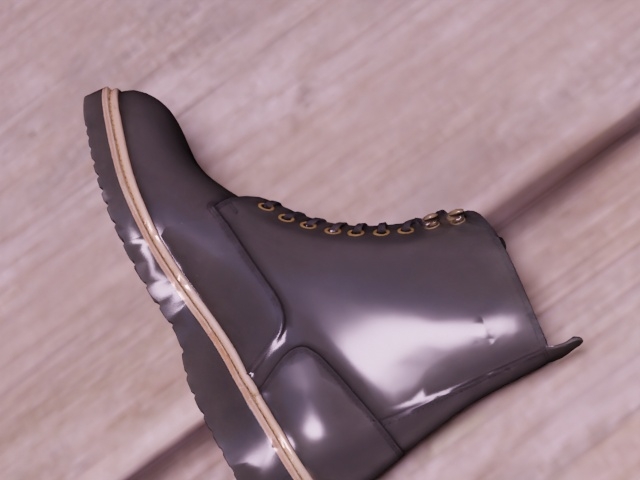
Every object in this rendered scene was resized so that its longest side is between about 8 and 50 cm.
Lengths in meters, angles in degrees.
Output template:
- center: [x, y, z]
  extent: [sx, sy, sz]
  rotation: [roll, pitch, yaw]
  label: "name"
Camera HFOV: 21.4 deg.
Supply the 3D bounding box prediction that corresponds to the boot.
- center: [0.000, 0.000, 0.671]
  extent: [0.137, 0.077, 0.198]
  rotation: [-30, 72, 2]
  label: "boot"
